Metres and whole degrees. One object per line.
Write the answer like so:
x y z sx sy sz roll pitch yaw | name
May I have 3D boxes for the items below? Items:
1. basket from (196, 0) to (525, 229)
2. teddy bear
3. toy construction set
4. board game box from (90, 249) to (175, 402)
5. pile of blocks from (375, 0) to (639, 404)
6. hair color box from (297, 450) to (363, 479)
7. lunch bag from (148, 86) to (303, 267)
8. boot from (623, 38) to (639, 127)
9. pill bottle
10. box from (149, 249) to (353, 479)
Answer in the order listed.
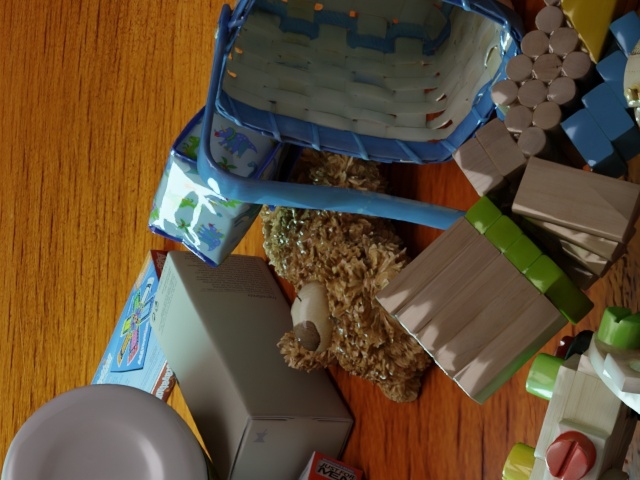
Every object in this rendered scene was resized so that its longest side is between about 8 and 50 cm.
0.030 -0.133 1.435 0.201 0.255 0.289 118 156 -51 | basket
0.000 0.000 1.637 0.245 0.113 0.338 122 143 -47 | teddy bear
0.164 0.169 1.173 0.151 0.215 0.327 35 114 15 | toy construction set
-0.219 0.159 2.155 0.281 0.027 0.145 -63 35 39 | board game box
0.176 -0.051 1.280 0.149 0.112 0.362 20 82 28 | pile of blocks
-0.015 0.280 1.609 0.167 0.053 0.093 -75 11 -48 | hair color box
-0.072 -0.072 1.598 0.151 0.096 0.129 -58 -3 -37 | lunch bag
0.249 -0.070 1.084 0.203 0.095 0.262 -13 49 64 | boot
-0.186 0.263 1.777 0.334 0.188 0.188 78 -172 -73 | pill bottle
-0.073 0.123 1.767 0.275 0.113 0.094 -119 41 -51 | box
